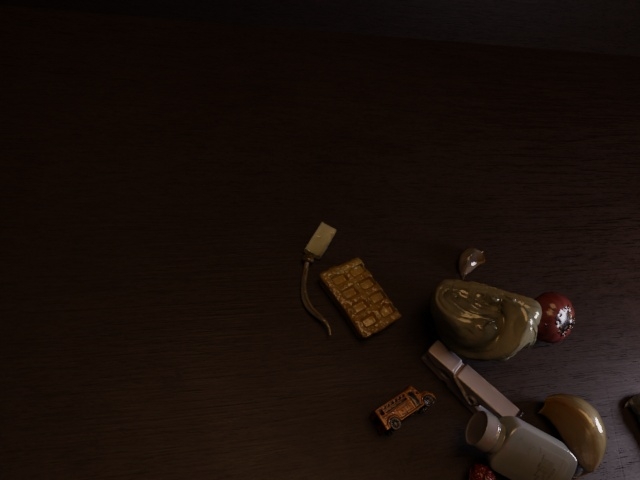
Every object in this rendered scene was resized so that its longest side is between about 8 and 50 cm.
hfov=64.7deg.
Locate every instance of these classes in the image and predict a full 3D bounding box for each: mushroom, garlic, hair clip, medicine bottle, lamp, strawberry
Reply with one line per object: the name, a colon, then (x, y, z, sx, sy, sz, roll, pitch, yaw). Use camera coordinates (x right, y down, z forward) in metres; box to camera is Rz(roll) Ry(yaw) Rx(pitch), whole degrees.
mushroom: (-0.028, 0.180, 1.694, 0.068, 0.043, 0.306, -22, 58, 16)
garlic: (0.558, 0.073, 1.888, 0.152, 0.066, 0.084, -30, 70, -31)
garlic: (0.800, 0.593, 1.576, 0.164, 0.145, 0.245, -26, 63, 8)
hair clip: (0.467, 0.457, 1.593, 0.085, 0.101, 0.331, -35, 68, -27)
medicine bottle: (0.570, 0.606, 1.458, 0.296, 0.111, 0.161, 28, 99, -7)
lamp: (0.798, 0.267, 1.769, 0.182, 0.140, 0.182, -5, 100, -31)
strawberry: (0.461, 0.692, 1.444, 0.083, 0.083, 0.096, 17, 61, -2)

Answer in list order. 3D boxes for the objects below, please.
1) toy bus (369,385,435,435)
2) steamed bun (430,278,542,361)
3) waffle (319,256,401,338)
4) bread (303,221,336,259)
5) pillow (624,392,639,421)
toy bus: (0.247, 0.501, 1.513, 0.194, 0.083, 0.088, -24, 64, -26)
steamed bun: (0.518, 0.269, 1.628, 0.339, 0.352, 0.247, 14, 93, 20)
waffle: (0.129, 0.194, 1.709, 0.168, 0.057, 0.274, -25, 65, -26)
bread: (0.000, 0.000, 1.826, 0.068, 0.028, 0.154, 27, 54, 5)
pillow: (1.130, 0.624, 1.662, 0.169, 0.059, 0.255, -4, 57, -19)
